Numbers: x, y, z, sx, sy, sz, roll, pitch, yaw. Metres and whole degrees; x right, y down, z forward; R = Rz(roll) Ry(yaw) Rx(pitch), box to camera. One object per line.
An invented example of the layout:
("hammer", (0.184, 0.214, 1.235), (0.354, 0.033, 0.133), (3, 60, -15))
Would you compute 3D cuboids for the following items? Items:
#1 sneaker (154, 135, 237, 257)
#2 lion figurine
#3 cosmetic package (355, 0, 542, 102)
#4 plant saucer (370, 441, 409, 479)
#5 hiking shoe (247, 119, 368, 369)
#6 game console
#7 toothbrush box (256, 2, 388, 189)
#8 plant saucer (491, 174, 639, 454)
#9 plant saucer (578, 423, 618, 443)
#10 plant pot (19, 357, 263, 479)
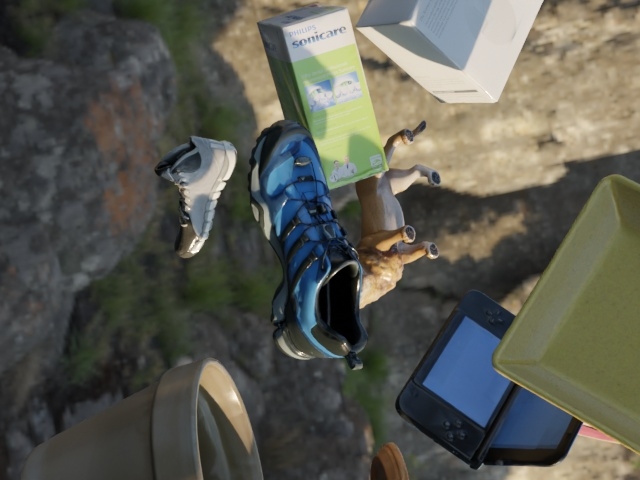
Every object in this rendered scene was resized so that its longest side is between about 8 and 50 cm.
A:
("sneaker", (-0.250, -0.086, 2.007), (0.086, 0.132, 0.229), (34, -75, 52))
("lion figurine", (0.126, -0.050, 2.340), (0.142, 0.240, 0.392), (28, 59, -33))
("cosmetic package", (0.211, -0.372, 1.788), (0.224, 0.138, 0.224), (36, 73, -35))
("plant saucer", (0.130, 0.484, 2.117), (0.200, 0.037, 0.200), (176, -90, -78))
("hiking shoe", (0.000, 0.000, 1.372), (0.113, 0.132, 0.304), (-18, 103, -38))
("game console", (0.307, 0.212, 1.821), (0.293, 0.250, 0.173), (-52, 175, -35))
("toothbrush box", (0.001, -0.250, 1.917), (0.206, 0.122, 0.283), (-138, -151, -71))
("plant saucer", (0.459, 0.122, 1.537), (0.333, 0.332, 0.081), (-56, 155, -8))
("plant saucer", (0.512, 0.329, 2.191), (0.332, 0.332, 0.084), (56, 48, -73))
("plant pot", (-0.248, 0.352, 1.553), (0.323, 0.280, 0.323), (-15, 90, -82))
